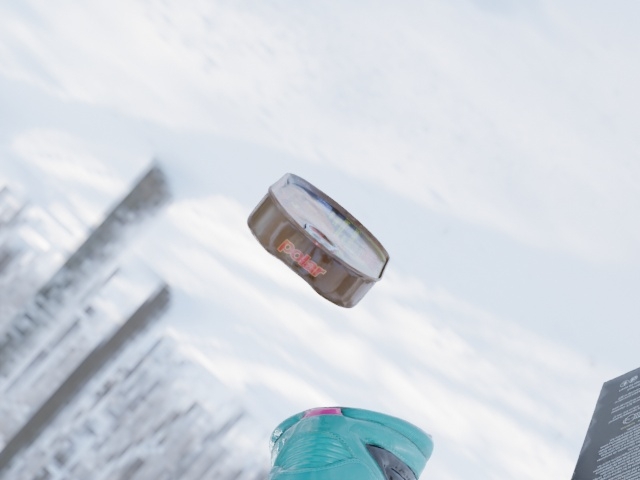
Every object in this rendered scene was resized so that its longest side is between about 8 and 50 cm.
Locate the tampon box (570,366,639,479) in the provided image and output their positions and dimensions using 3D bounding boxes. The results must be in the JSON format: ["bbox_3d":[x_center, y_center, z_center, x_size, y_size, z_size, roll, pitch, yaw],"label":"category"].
[{"bbox_3d":[0.230,0.157,1.039,0.101,0.161,0.120,-31,107,37],"label":"tampon box"}]

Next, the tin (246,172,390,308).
[{"bbox_3d":[0.000,0.000,1.274,0.106,0.040,0.190,36,-170,1],"label":"tin"}]

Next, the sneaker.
[{"bbox_3d":[0.027,0.223,1.258,0.123,0.178,0.296,-2,137,14],"label":"sneaker"}]
